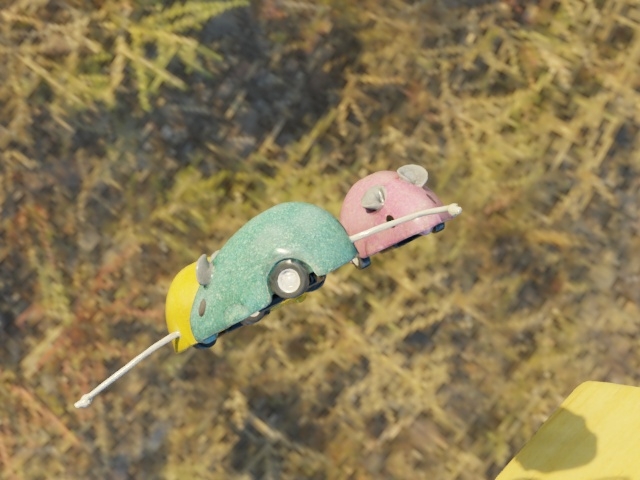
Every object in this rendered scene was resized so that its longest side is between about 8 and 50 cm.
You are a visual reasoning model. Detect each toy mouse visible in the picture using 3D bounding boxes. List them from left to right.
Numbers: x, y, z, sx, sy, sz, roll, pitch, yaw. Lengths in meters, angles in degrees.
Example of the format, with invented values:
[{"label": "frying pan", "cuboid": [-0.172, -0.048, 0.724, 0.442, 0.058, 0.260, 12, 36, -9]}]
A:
[{"label": "toy mouse", "cuboid": [0.000, 0.000, 0.553, 0.161, 0.143, 0.031, -24, 86, -36]}]

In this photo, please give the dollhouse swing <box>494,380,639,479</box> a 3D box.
[{"label": "dollhouse swing", "cuboid": [0.253, 0.282, 0.787, 0.315, 0.305, 0.347, -48, 128, -6]}]
